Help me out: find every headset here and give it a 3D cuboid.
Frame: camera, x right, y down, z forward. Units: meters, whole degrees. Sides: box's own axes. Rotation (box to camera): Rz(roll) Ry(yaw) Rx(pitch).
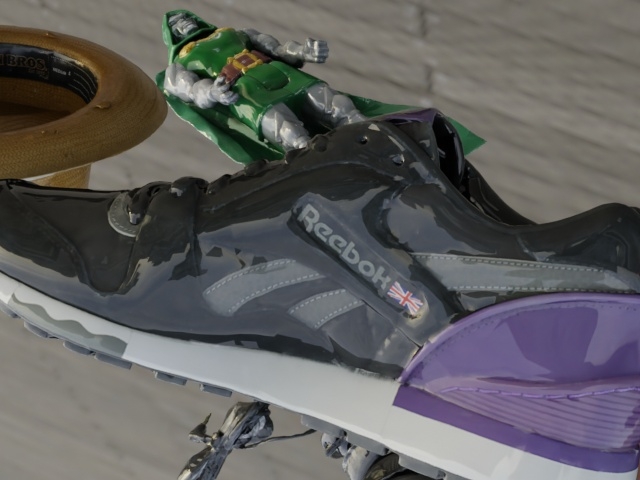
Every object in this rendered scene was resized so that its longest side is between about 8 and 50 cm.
[{"bbox_3d":[0.062,0.235,1.747,0.394,0.243,0.185,27,118,-35],"label":"headset"}]

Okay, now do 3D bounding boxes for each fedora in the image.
[{"bbox_3d":[-0.168,-0.039,0.857,0.194,0.194,0.079,15,119,22],"label":"fedora"}]

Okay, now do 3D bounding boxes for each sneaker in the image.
[{"bbox_3d":[0.000,0.000,0.710,0.283,0.124,0.107,17,-171,14],"label":"sneaker"}]

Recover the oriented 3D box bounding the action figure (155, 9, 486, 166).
[{"bbox_3d":[-0.028,-0.085,1.123,0.232,0.137,0.063,35,142,41],"label":"action figure"}]

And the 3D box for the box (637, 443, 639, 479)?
[{"bbox_3d":[0.259,0.195,1.008,0.168,0.167,0.203,22,142,52],"label":"box"}]
